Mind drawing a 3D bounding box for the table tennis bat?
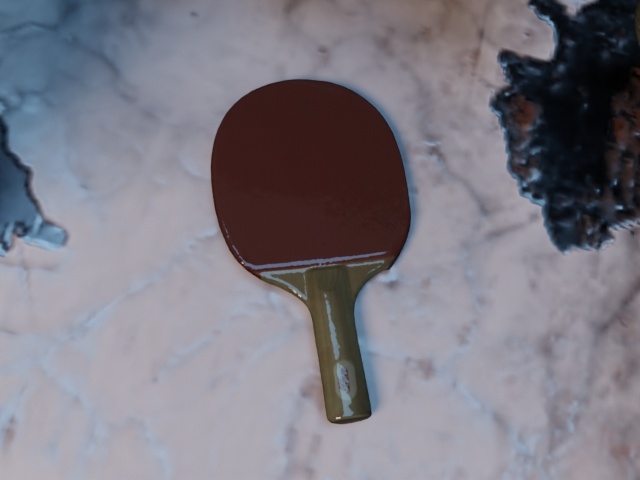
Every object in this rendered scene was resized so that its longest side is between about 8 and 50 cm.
[{"bbox_3d":[0.000,0.000,0.374,0.087,0.013,0.156,-6,70,-12],"label":"table tennis bat"}]

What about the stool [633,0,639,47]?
[{"bbox_3d":[0.301,-0.030,0.274,0.310,0.310,0.226,4,77,-8],"label":"stool"}]
